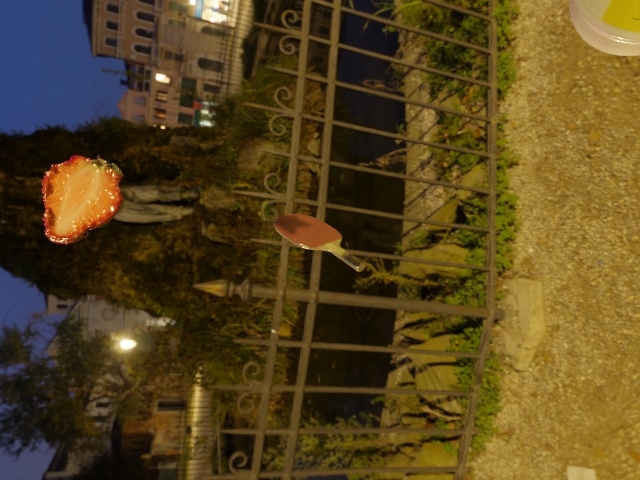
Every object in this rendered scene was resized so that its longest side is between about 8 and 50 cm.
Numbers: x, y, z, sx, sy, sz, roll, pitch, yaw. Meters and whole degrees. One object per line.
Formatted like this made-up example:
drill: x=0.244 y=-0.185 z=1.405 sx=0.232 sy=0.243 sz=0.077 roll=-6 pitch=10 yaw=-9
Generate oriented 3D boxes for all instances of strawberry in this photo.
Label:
strawberry: x=-0.338 y=-0.058 z=0.592 sx=0.048 sy=0.104 sz=0.152 roll=-36 pitch=34 yaw=51

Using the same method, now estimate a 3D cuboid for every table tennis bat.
table tennis bat: x=0.000 y=0.000 z=0.942 sx=0.246 sy=0.138 sz=0.022 roll=34 pitch=124 yaw=34

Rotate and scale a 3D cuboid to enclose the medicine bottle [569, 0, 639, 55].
medicine bottle: x=0.371 y=-0.330 z=0.414 sx=0.379 sy=0.214 sz=0.213 roll=-17 pitch=-60 yaw=-64
